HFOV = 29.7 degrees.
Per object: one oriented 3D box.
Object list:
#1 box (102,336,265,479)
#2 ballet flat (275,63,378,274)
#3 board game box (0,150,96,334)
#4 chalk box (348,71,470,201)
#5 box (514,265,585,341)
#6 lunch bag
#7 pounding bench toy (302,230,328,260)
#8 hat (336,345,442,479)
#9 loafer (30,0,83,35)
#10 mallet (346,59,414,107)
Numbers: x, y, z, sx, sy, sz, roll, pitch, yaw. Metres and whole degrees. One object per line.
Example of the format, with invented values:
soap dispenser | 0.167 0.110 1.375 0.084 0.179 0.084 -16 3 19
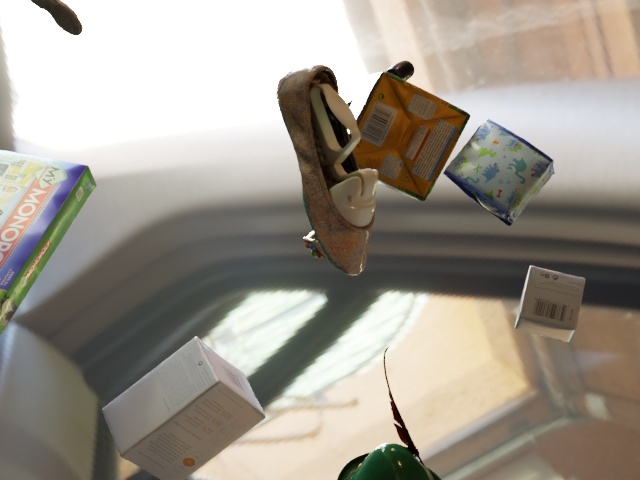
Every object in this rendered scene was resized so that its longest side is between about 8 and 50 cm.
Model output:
box | -0.187 0.237 1.654 0.130 0.170 0.091 48 7 -48
ballet flat | 0.022 -0.108 1.731 0.106 0.108 0.316 -23 -94 40
board game box | -0.471 0.005 1.636 0.214 0.317 0.046 10 -40 19
chalk box | 0.134 -0.194 2.231 0.179 0.180 0.289 26 4 -7
box | 0.404 0.112 2.122 0.087 0.101 0.102 80 25 -69
lunch bag | 0.308 -0.121 2.084 0.151 0.129 0.096 38 -5 18
pounding bench toy | 0.000 0.000 2.384 0.052 0.065 0.083 52 -14 -19
hat | 0.117 0.307 1.690 0.208 0.173 0.183 31 -48 17
loafer | -0.500 -0.444 2.301 0.125 0.045 0.039 40 33 -16
mallet | 0.109 -0.299 2.363 0.190 0.062 0.039 -27 -84 49
